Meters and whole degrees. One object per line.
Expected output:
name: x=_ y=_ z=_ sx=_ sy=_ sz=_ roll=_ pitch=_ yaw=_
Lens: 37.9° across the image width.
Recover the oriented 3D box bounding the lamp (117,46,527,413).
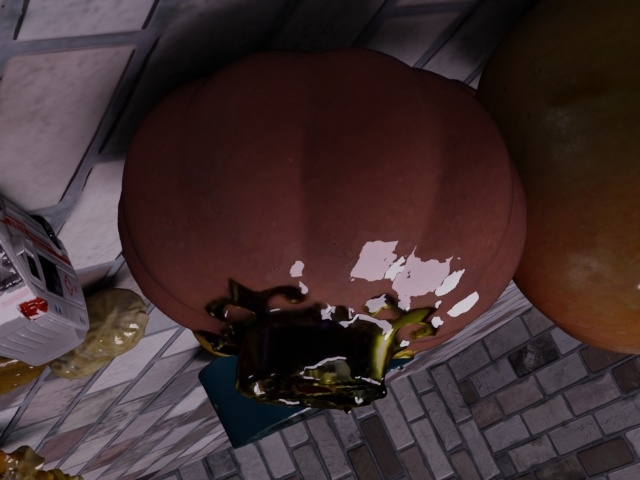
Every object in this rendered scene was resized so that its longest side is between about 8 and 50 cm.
lamp: x=0.000 y=0.000 z=0.691 sx=0.305 sy=0.240 sz=0.305 roll=1 pitch=157 yaw=0

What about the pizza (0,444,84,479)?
pizza: x=-0.538 y=0.347 z=1.318 sx=0.439 sy=0.130 sz=0.406 roll=-9 pitch=150 yaw=-26

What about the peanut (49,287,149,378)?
peanut: x=-0.253 y=0.106 z=1.033 sx=0.080 sy=0.080 sz=0.174 roll=-11 pitch=161 yaw=-45

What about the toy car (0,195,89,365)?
toy car: x=-0.249 y=0.029 z=0.710 sx=0.089 sy=0.108 sz=0.210 roll=-25 pitch=165 yaw=-3

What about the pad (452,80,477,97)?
pad: x=0.117 y=-0.110 z=1.044 sx=0.181 sy=0.004 sz=0.267 roll=-32 pitch=164 yaw=25

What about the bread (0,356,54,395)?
bread: x=-0.341 y=0.115 z=0.928 sx=0.140 sy=0.069 sz=0.128 roll=-12 pitch=161 yaw=-40

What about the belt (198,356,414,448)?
belt: x=-0.019 y=0.219 z=1.615 sx=0.300 sy=0.173 sz=0.436 roll=-32 pitch=165 yaw=28

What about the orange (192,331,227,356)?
orange: x=-0.124 y=0.101 z=1.190 sx=0.085 sy=0.095 sz=0.085 roll=-26 pitch=172 yaw=-4

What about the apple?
apple: x=0.303 y=-0.075 z=0.809 sx=0.305 sy=0.339 sz=0.338 roll=-20 pitch=168 yaw=22
